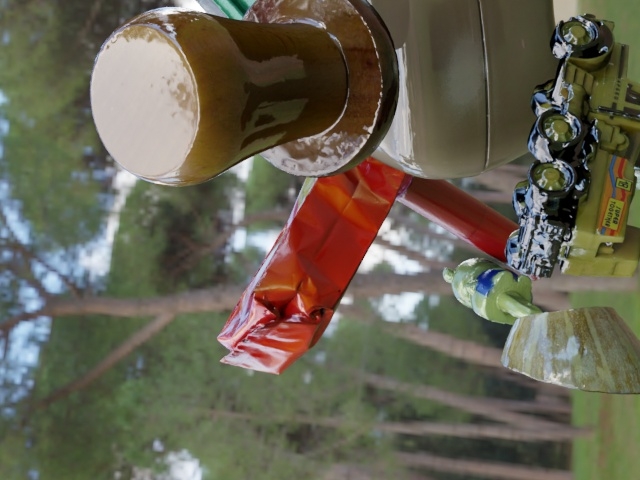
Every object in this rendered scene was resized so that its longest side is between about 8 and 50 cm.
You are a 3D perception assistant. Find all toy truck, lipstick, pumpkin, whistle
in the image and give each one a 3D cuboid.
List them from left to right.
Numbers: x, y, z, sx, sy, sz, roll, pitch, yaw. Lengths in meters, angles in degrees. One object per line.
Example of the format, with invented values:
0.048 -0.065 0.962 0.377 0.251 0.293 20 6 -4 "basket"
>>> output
0.246 -0.027 2.094 0.073 0.280 0.073 -53 17 23 "lipstick"
0.275 0.082 2.055 0.227 0.105 0.085 33 108 63 "whistle"
0.343 0.135 1.740 0.217 0.217 0.110 -17 -71 -76 "pumpkin"
0.256 -0.090 1.265 0.127 0.127 0.257 91 -171 -56 "toy truck"

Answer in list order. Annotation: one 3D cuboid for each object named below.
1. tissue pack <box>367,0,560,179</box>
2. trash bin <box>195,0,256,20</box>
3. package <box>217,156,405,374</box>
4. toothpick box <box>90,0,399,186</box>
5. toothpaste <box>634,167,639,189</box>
0.119 -0.267 1.490 0.267 0.277 0.387 43 150 52 "tissue pack"
0.004 -0.451 1.796 0.259 0.381 0.295 48 -144 -17 "trash bin"
-0.001 0.001 1.889 0.423 0.123 0.196 -62 8 -33 "package"
-0.060 -0.139 1.212 0.294 0.192 0.192 -18 -65 -51 "toothpick box"
0.372 -0.079 1.588 0.064 0.218 0.041 12 -96 -56 "toothpaste"
